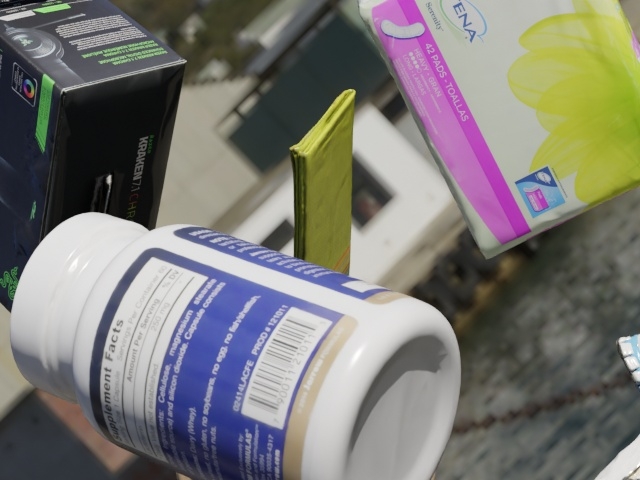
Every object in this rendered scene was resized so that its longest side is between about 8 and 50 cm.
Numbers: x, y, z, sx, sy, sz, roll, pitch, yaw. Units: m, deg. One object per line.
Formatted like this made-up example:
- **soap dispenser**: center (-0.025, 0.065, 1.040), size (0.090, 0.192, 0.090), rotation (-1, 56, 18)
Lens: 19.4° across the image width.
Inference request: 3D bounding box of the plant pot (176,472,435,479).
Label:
- **plant pot**: center (-0.008, 0.180, 1.639), size (0.237, 0.237, 0.110), rotation (-44, -1, -11)

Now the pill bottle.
- **pill bottle**: center (-0.058, 0.076, 1.173), size (0.153, 0.264, 0.153), rotation (-33, -48, -45)

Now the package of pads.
- **package of pads**: center (0.198, -0.162, 1.820), size (0.229, 0.296, 0.101), rotation (-26, 15, 10)

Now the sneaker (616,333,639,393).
- **sneaker**: center (0.373, 0.169, 1.887), size (0.083, 0.191, 0.071), rotation (-25, -13, 5)

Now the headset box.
- **headset box**: center (-0.254, -0.096, 1.616), size (0.131, 0.283, 0.246), rotation (-19, -44, -40)

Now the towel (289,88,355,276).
- **towel**: center (0.000, 0.000, 1.520), size (0.102, 0.021, 0.237), rotation (-56, -26, -48)

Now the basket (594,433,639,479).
- **basket**: center (0.379, 0.370, 1.668), size (0.328, 0.331, 0.266), rotation (-40, 29, -23)
